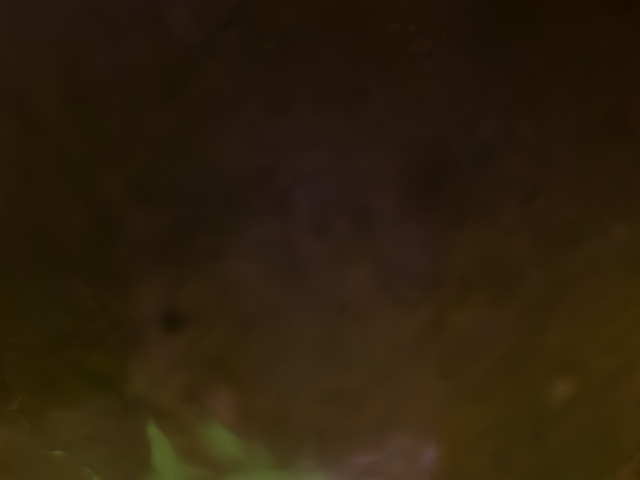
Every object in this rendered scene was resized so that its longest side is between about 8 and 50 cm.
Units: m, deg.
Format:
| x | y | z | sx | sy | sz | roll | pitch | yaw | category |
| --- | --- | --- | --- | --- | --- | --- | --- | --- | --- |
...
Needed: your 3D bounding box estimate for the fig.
| x | y | z | sx | sy | sz | roll | pitch | yaw | category |
| --- | --- | --- | --- | --- | --- | --- | --- | --- | --- |
| 0.000 | 0.000 | 0.523 | 0.316 | 0.316 | 0.316 | 10 | -174 | -1 | fig |
